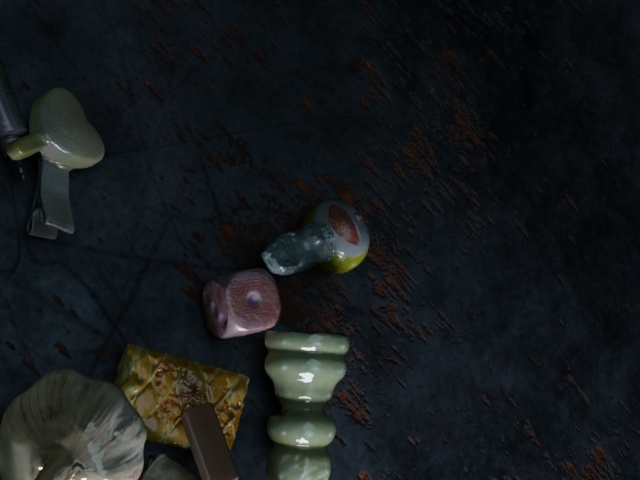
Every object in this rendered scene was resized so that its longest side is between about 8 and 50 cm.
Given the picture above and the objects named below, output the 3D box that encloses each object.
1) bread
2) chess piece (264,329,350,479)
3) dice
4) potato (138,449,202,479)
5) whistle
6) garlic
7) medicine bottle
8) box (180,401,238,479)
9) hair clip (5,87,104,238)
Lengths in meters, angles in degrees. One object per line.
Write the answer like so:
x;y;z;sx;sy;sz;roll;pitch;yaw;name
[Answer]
-0.204;0.231;1.263;0.188;0.068;0.125;20;68;-24;bread
-0.025;0.259;1.332;0.133;0.133;0.243;9;77;-28;chess piece
-0.119;0.095;1.334;0.094;0.091;0.093;-8;81;-30;dice
-0.165;0.403;1.214;0.243;0.098;0.138;33;53;-12;potato
0.000;0.000;1.396;0.223;0.123;0.123;-19;87;-47;whistle
-0.326;0.269;1.081;0.199;0.226;0.199;1;99;6;garlic
-0.444;-0.176;1.238;0.057;0.057;0.199;-19;86;-32;medicine bottle
-0.152;0.279;1.212;0.048;0.025;0.115;-13;71;-33;box
-0.375;-0.116;1.243;0.159;0.071;0.218;27;56;-55;hair clip
